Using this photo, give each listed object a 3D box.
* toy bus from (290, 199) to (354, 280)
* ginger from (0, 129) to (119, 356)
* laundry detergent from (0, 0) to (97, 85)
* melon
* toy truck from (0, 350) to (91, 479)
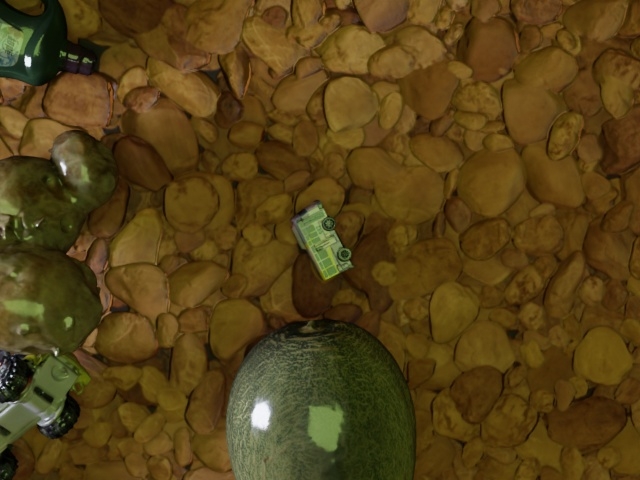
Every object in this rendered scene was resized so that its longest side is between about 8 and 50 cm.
[{"bbox_3d":[0.000,0.000,1.645,0.058,0.052,0.102,-28,99,-5],"label":"toy bus"},{"bbox_3d":[-0.376,-0.005,1.521,0.245,0.155,0.304,6,69,8],"label":"ginger"},{"bbox_3d":[-0.397,-0.276,1.562,0.222,0.078,0.144,15,88,-7],"label":"laundry detergent"},{"bbox_3d":[0.002,0.263,1.570,0.249,0.248,0.329,-6,98,-6],"label":"melon"},{"bbox_3d":[-0.436,0.241,1.581,0.286,0.111,0.136,-39,128,5],"label":"toy truck"}]
